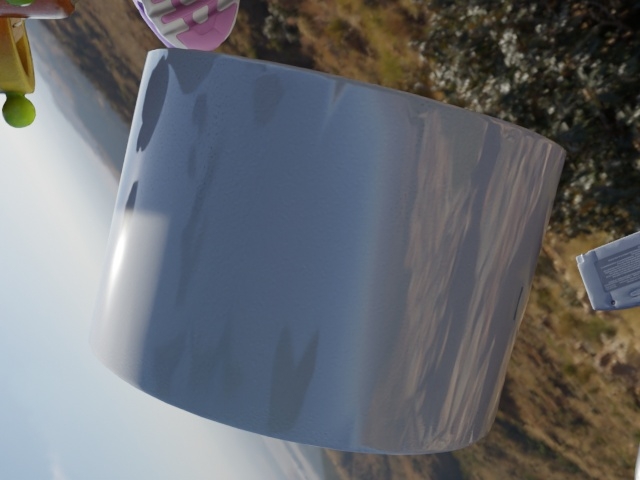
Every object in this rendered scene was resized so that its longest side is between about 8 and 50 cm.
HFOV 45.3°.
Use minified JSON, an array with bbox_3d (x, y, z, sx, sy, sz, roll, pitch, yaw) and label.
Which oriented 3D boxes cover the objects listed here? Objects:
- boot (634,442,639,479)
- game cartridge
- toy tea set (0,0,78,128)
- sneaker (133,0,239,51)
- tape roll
[{"bbox_3d":[0.418,0.181,0.621,0.280,0.264,0.096,35,161,-7],"label":"boot"},{"bbox_3d":[0.251,0.024,0.607,0.017,0.083,0.056,18,-125,-49],"label":"game cartridge"},{"bbox_3d":[-0.182,-0.243,0.428,0.200,0.124,0.336,159,101,-79],"label":"toy tea set"},{"bbox_3d":[-0.153,-0.258,0.645,0.236,0.095,0.104,61,151,-4],"label":"sneaker"},{"bbox_3d":[0.000,0.000,0.458,0.246,0.246,0.169,26,103,64],"label":"tape roll"}]
